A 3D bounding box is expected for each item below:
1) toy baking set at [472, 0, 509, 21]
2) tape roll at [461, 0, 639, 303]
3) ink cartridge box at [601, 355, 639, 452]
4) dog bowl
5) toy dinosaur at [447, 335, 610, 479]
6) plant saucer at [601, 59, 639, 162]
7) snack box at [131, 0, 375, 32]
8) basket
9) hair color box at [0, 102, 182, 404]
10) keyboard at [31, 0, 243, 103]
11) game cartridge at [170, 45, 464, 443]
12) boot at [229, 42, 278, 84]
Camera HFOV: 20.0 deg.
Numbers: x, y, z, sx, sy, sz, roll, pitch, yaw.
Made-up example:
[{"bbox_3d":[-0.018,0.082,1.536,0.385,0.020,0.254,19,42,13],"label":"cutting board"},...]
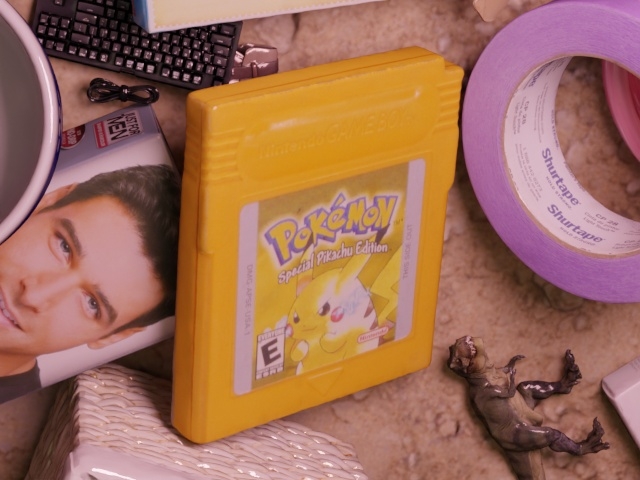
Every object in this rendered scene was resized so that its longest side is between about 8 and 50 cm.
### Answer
[{"bbox_3d":[0.164,-0.330,1.573,0.196,0.030,0.256,-26,119,-35],"label":"toy baking set"},{"bbox_3d":[0.260,-0.086,1.600,0.090,0.274,0.275,-29,120,-44],"label":"tape roll"},{"bbox_3d":[0.425,0.159,1.834,0.232,0.066,0.189,-30,112,6],"label":"ink cartridge box"},{"bbox_3d":[-0.345,-0.099,1.487,0.264,0.104,0.265,0,93,-3],"label":"dog bowl"},{"bbox_3d":[0.215,0.180,1.803,0.118,0.064,0.268,-23,115,6],"label":"toy dinosaur"},{"bbox_3d":[0.415,-0.190,1.688,0.332,0.084,0.332,-3,110,-8],"label":"plant saucer"},{"bbox_3d":[-0.009,-0.294,1.559,0.321,0.060,0.187,-10,112,-17],"label":"snack box"},{"bbox_3d":[-0.140,0.327,1.679,0.331,0.266,0.328,19,106,-17],"label":"basket"},{"bbox_3d":[-0.289,0.036,1.627,0.374,0.113,0.185,-22,112,-3],"label":"hair color box"},{"bbox_3d":[-0.166,-0.167,1.604,0.180,0.023,0.108,14,107,-1],"label":"keyboard"},{"bbox_3d":[0.000,0.000,1.616,0.285,0.052,0.324,-16,124,-35],"label":"game cartridge"},{"bbox_3d":[-0.054,-0.134,1.646,0.118,0.042,0.087,11,105,-14],"label":"boot"}]
